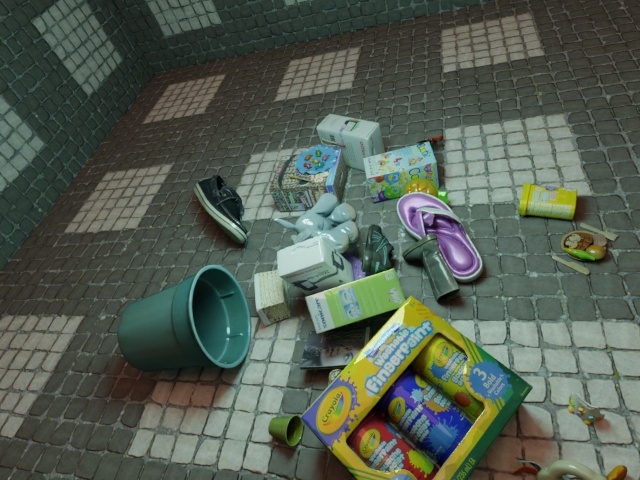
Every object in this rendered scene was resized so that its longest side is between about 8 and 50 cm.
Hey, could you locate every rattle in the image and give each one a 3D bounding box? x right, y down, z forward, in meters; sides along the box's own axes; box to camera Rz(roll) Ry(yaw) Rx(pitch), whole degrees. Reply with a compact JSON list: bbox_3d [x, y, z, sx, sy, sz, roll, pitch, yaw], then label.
[{"bbox_3d":[0.570,0.527,0.965,0.199,0.130,0.143,-7,30,51],"label":"rattle"}]

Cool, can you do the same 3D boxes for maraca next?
[{"bbox_3d":[0.408,-0.170,1.620,0.185,0.099,0.127,31,105,23],"label":"maraca"}]

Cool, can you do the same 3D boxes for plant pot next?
[{"bbox_3d":[-0.467,0.288,1.410,0.334,0.341,0.341,-16,46,17],"label":"plant pot"},{"bbox_3d":[-0.106,0.544,1.206,0.079,0.083,0.083,-6,48,32],"label":"plant pot"}]

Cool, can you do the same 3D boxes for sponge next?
[{"bbox_3d":[0.118,0.127,1.513,0.117,0.031,0.210,-41,49,-15],"label":"sponge"}]

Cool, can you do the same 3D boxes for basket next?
[{"bbox_3d":[-0.172,0.202,1.504,0.103,0.113,0.167,-14,46,3],"label":"basket"}]

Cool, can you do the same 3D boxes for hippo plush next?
[{"bbox_3d":[0.000,0.000,1.546,0.294,0.237,0.234,-32,68,-29],"label":"hippo plush"}]

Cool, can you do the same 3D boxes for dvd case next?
[{"bbox_3d":[0.054,0.340,1.321,0.221,0.018,0.164,-7,28,15],"label":"dvd case"}]

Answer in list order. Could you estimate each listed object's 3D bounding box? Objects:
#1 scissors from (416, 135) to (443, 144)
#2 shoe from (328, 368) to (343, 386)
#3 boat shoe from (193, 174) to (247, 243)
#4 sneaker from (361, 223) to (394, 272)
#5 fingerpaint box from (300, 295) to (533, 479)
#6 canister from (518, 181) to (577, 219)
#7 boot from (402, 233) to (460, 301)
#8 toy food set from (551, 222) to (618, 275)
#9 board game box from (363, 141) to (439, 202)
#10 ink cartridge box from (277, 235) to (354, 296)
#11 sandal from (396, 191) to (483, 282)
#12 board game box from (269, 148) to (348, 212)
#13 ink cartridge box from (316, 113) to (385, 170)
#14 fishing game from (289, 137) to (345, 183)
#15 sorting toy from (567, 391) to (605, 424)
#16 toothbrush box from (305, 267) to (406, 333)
[{"bbox_3d":[0.462,-0.427,1.758,0.109,0.021,0.297,-13,5,19],"label":"scissors"},{"bbox_3d":[0.070,0.485,1.205,0.076,0.058,0.219,-5,50,-10],"label":"shoe"},{"bbox_3d":[-0.430,-0.159,1.874,0.156,0.187,0.500,-38,42,-5],"label":"boat shoe"},{"bbox_3d":[0.211,0.034,1.507,0.106,0.101,0.267,8,35,7],"label":"sneaker"},{"bbox_3d":[0.238,0.429,1.065,0.445,0.163,0.371,-42,60,-18],"label":"fingerpaint box"},{"bbox_3d":[0.796,-0.137,1.460,0.169,0.073,0.126,10,55,26],"label":"canister"},{"bbox_3d":[0.368,0.104,1.399,0.076,0.190,0.209,-13,71,-24],"label":"boot"},{"bbox_3d":[0.847,0.012,1.332,0.192,0.039,0.132,-42,49,-18],"label":"toy food set"},{"bbox_3d":[0.330,-0.278,1.713,0.275,0.142,0.144,-12,46,11],"label":"board game box"},{"bbox_3d":[-0.013,0.100,1.415,0.171,0.237,0.100,-20,55,22],"label":"ink cartridge box"},{"bbox_3d":[0.418,-0.042,1.452,0.169,0.102,0.416,-37,57,2],"label":"sandal"},{"bbox_3d":[-0.047,-0.263,1.844,0.290,0.141,0.232,-3,50,19],"label":"board game box"},{"bbox_3d":[0.142,-0.441,1.886,0.278,0.201,0.117,23,61,34],"label":"ink cartridge box"},{"bbox_3d":[-0.023,-0.356,1.792,0.189,0.041,0.264,24,62,32],"label":"fishing game"},{"bbox_3d":[0.654,0.410,1.029,0.045,0.075,0.083,-39,48,-15],"label":"sorting toy"},{"bbox_3d":[0.115,0.192,1.319,0.283,0.206,0.122,-20,81,5],"label":"toothbrush box"}]
